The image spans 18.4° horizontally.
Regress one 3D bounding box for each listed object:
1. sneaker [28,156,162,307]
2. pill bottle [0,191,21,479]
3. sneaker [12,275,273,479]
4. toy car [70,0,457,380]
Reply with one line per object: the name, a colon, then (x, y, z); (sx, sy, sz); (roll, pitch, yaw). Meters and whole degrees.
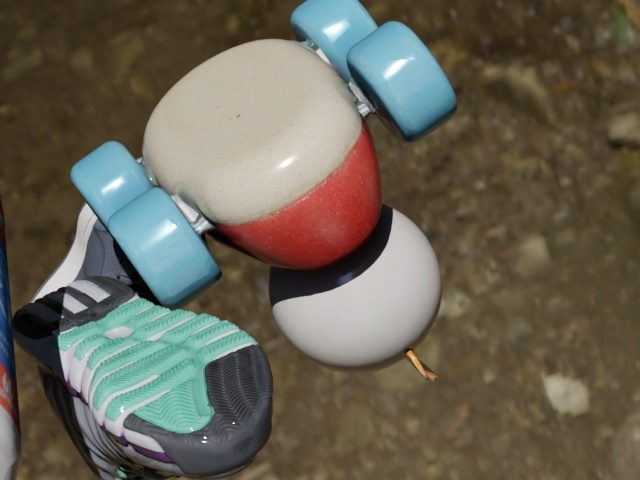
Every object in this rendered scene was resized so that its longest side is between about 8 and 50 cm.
sneaker: (-0.119, 0.052, 1.423); (0.086, 0.226, 0.163); (-16, 62, -38)
pill bottle: (-0.203, 0.018, 0.901); (0.124, 0.124, 0.221); (-18, 51, 8)
sneaker: (-0.076, 0.088, 0.964); (0.083, 0.098, 0.224); (-24, 23, -20)
toy car: (0.000, 0.000, 1.283); (0.219, 0.238, 0.210); (-35, 27, -6)
